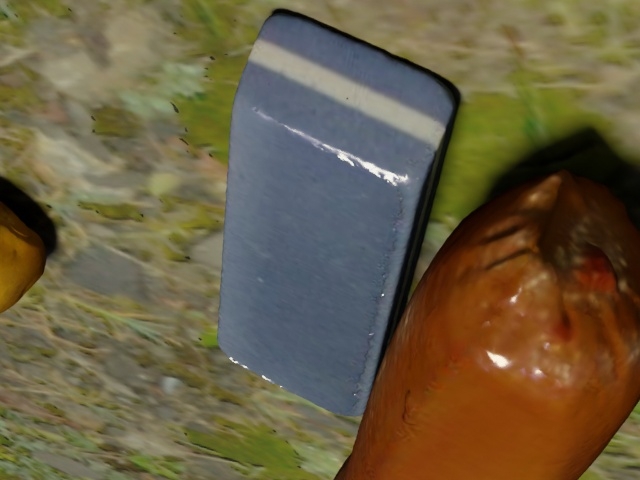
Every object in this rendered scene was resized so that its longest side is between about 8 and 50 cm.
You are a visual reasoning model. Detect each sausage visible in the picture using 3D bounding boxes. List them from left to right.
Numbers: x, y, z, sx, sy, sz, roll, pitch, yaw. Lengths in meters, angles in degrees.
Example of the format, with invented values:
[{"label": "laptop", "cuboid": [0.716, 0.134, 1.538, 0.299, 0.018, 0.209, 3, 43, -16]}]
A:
[{"label": "sausage", "cuboid": [0.063, 0.086, 0.672, 0.094, 0.097, 0.348, 34, 151, 10]}]

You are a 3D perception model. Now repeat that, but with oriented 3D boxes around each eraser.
[{"label": "eraser", "cuboid": [0.000, 0.000, 0.660, 0.082, 0.036, 0.225, 25, 149, 10]}]

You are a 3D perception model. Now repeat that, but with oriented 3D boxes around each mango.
[{"label": "mango", "cuboid": [-0.190, 0.010, 0.819, 0.080, 0.060, 0.114, 37, 153, -5]}]
